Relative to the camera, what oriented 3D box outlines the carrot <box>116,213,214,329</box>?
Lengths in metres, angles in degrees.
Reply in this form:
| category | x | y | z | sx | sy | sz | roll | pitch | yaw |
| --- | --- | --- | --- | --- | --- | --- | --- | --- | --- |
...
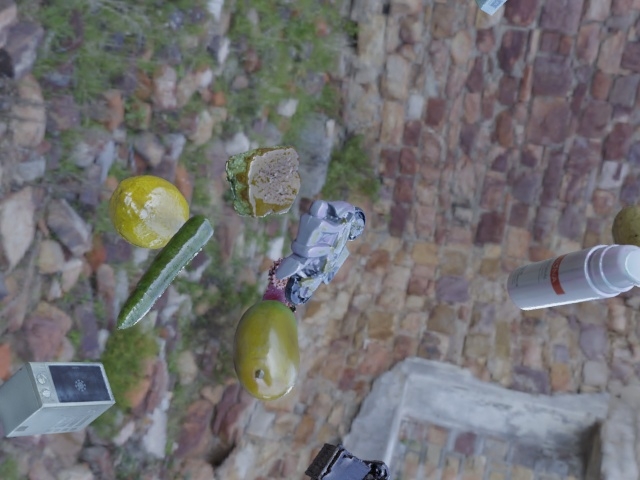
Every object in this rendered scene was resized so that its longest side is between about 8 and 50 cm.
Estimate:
| category | x | y | z | sx | sy | sz | roll | pitch | yaw |
| --- | --- | --- | --- | --- | --- | --- | --- | --- | --- |
| carrot | -0.358 | 0.071 | 1.757 | 0.358 | 0.074 | 0.074 | -56 | 156 | -37 |

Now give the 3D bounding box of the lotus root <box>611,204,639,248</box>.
| category | x | y | z | sx | sy | sz | roll | pitch | yaw |
| --- | --- | --- | --- | --- | --- | --- | --- | --- | --- |
| lotus root | 0.875 | 0.016 | 2.065 | 0.284 | 0.160 | 0.146 | -89 | -171 | -54 |

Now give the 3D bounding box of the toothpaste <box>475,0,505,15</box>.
| category | x | y | z | sx | sy | sz | roll | pitch | yaw |
| --- | --- | --- | --- | --- | --- | --- | --- | --- | --- |
| toothpaste | 0.249 | -0.434 | 1.237 | 0.046 | 0.034 | 0.164 | -44 | -129 | 33 |

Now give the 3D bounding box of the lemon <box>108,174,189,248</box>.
| category | x | y | z | sx | sy | sz | roll | pitch | yaw |
| --- | --- | --- | --- | --- | --- | --- | --- | --- | --- |
| lemon | -0.471 | -0.079 | 2.123 | 0.260 | 0.204 | 0.204 | 35 | 65 | -57 |

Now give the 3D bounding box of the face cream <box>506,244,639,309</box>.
| category | x | y | z | sx | sy | sz | roll | pitch | yaw |
| --- | --- | --- | --- | --- | --- | --- | --- | --- | --- |
| face cream | 0.499 | 0.072 | 1.498 | 0.345 | 0.102 | 0.101 | 149 | -43 | -67 |

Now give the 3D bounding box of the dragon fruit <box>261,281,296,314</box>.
| category | x | y | z | sx | sy | sz | roll | pitch | yaw |
| --- | --- | --- | --- | --- | --- | --- | --- | --- | --- |
| dragon fruit | -0.107 | 0.184 | 2.004 | 0.102 | 0.096 | 0.147 | 93 | 15 | -57 |

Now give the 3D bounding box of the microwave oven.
| category | x | y | z | sx | sy | sz | roll | pitch | yaw |
| --- | --- | --- | --- | --- | --- | --- | --- | --- | --- |
| microwave oven | -0.709 | 0.419 | 2.041 | 0.240 | 0.194 | 0.145 | 14 | 45 | -57 |

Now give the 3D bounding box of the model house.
| category | x | y | z | sx | sy | sz | roll | pitch | yaw |
| --- | --- | --- | --- | --- | --- | --- | --- | --- | --- |
| model house | 0.026 | 0.499 | 1.510 | 0.203 | 0.141 | 0.164 | -56 | 164 | -5 |

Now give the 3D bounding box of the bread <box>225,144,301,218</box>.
| category | x | y | z | sx | sy | sz | roll | pitch | yaw |
| --- | --- | --- | --- | --- | --- | --- | --- | --- | --- |
| bread | -0.101 | -0.108 | 1.414 | 0.140 | 0.069 | 0.127 | -22 | 111 | -43 |

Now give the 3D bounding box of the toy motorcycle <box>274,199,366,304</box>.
| category | x | y | z | sx | sy | sz | roll | pitch | yaw |
| --- | --- | --- | --- | --- | --- | --- | --- | --- | --- |
| toy motorcycle | 0.000 | 0.000 | 1.341 | 0.225 | 0.073 | 0.152 | -49 | 142 | -22 |

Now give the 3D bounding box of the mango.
| category | x | y | z | sx | sy | sz | roll | pitch | yaw |
| --- | --- | --- | --- | --- | --- | --- | --- | --- | --- |
| mango | -0.078 | 0.162 | 1.177 | 0.130 | 0.092 | 0.194 | 64 | 19 | -14 |

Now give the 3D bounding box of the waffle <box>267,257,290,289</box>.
| category | x | y | z | sx | sy | sz | roll | pitch | yaw |
| --- | --- | --- | --- | --- | --- | --- | --- | --- | --- |
| waffle | -0.082 | 0.077 | 1.762 | 0.083 | 0.029 | 0.075 | 15 | 105 | -41 |
